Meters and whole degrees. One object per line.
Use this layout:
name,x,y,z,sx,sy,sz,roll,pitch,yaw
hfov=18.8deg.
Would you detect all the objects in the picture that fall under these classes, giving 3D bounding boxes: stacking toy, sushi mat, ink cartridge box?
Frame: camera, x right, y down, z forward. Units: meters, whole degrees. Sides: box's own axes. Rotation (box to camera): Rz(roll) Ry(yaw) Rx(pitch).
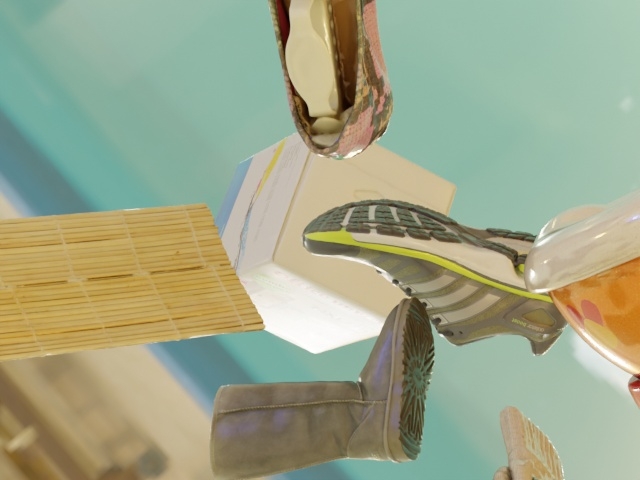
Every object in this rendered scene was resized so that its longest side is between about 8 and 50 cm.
stacking toy,0.416,0.141,1.634,0.480,0.350,0.350,65,158,2
sushi mat,-0.212,0.036,1.708,0.019,0.316,0.151,-58,48,45
ink cartridge box,0.000,0.000,2.394,0.198,0.197,0.270,26,160,-18

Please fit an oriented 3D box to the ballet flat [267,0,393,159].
ballet flat,-0.005,-0.155,1.183,0.077,0.079,0.221,-8,102,17

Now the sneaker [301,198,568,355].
sneaker,0.123,0.043,1.987,0.300,0.111,0.121,15,110,5

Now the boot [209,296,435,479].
boot,0.000,0.147,1.894,0.208,0.189,0.076,-9,140,29

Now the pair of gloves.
pair of gloves,0.226,0.262,1.573,0.240,0.042,0.204,49,-157,-17
